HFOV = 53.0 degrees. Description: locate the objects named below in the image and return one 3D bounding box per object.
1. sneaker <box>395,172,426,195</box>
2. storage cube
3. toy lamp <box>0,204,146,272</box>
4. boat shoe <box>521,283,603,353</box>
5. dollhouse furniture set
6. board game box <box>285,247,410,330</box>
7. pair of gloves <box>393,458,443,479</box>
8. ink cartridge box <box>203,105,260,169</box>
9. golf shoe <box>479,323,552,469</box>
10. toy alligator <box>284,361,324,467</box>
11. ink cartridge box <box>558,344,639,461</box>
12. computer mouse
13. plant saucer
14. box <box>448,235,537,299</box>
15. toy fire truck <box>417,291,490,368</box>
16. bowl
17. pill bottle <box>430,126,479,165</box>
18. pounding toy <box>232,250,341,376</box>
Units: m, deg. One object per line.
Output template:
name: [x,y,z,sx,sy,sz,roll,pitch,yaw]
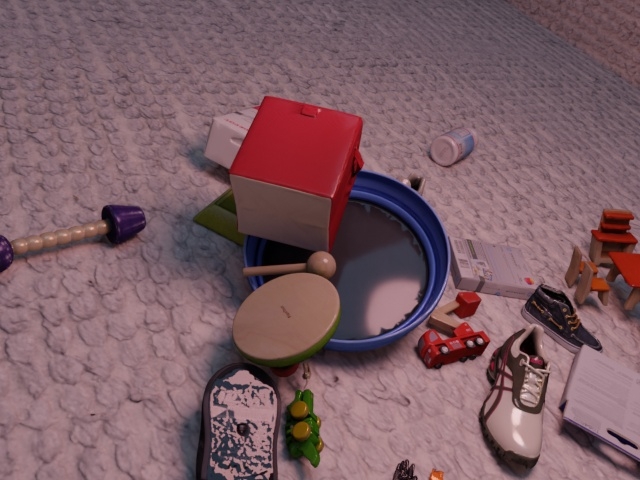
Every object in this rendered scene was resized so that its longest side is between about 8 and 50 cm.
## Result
sneaker: [0.155,-0.087,1.483,0.099,0.121,0.262,33,40,20]
storage cube: [-0.040,-0.117,1.172,0.214,0.184,0.193,15,58,7]
toy lamp: [-0.456,-0.011,1.180,0.274,0.080,0.080,-20,51,-37]
boat shoe: [0.517,0.169,1.344,0.183,0.083,0.065,33,40,18]
dollhouse furniture set: [0.718,0.042,1.499,0.261,0.135,0.259,4,28,1]
board game box: [0.074,0.064,1.289,0.243,0.042,0.165,31,58,17]
pair of gloves: [0.153,0.381,0.995,0.083,0.010,0.074,18,39,4]
ink cartridge box: [-0.140,-0.231,1.527,0.171,0.100,0.237,27,26,12]
golf shoe: [0.351,0.264,1.133,0.105,0.120,0.273,19,39,-2]
toy alligator: [-0.033,0.278,1.018,0.051,0.056,0.190,-24,39,12]
ink cartridge box: [0.566,0.325,1.200,0.223,0.045,0.224,29,40,15]
computer mouse: [-0.129,0.310,0.929,0.188,0.072,0.272,13,50,-10]
plant saucer: [-0.147,-0.063,1.395,0.188,0.045,0.188,27,38,11]
box: [0.385,0.061,1.461,0.186,0.038,0.145,8,39,-11]
toy fire truck: [0.259,0.173,1.265,0.192,0.047,0.135,-7,44,-28]
bowl: [0.050,0.033,1.233,0.390,0.077,0.391,1,56,-2]
pill bottle: [0.389,-0.275,1.838,0.087,0.087,0.160,37,41,23]
pounding toy: [-0.042,0.138,1.072,0.182,0.110,0.237,-14,38,10]
